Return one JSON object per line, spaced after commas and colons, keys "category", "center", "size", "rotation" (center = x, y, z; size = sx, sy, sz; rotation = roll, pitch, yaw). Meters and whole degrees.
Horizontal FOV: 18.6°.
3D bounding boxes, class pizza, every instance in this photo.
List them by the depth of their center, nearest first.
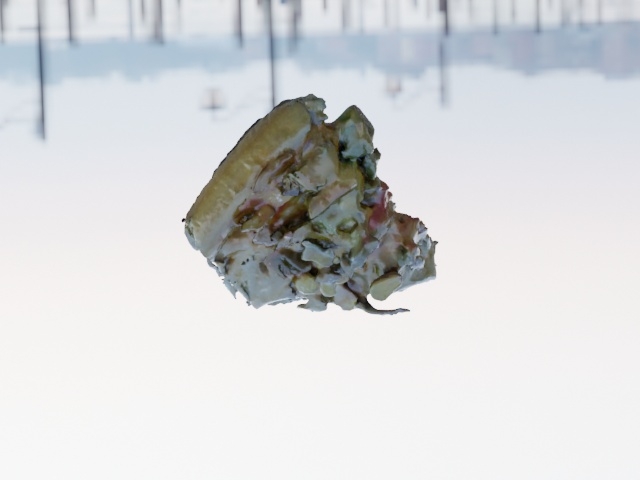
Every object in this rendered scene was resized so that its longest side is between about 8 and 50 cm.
{"category": "pizza", "center": [0.000, 0.000, 1.354], "size": [0.147, 0.226, 0.069], "rotation": [-37, -135, -2]}
